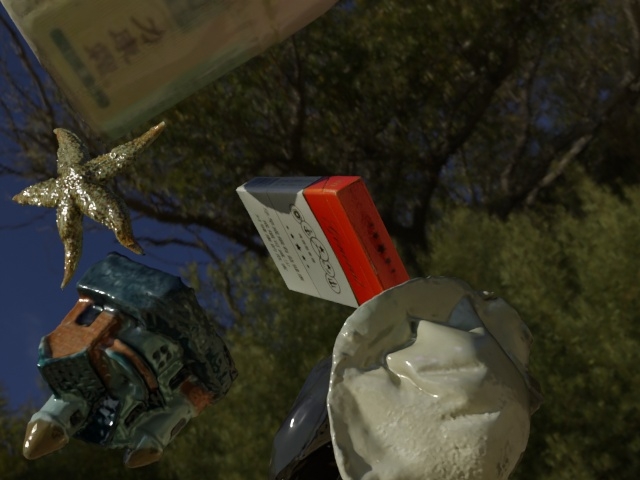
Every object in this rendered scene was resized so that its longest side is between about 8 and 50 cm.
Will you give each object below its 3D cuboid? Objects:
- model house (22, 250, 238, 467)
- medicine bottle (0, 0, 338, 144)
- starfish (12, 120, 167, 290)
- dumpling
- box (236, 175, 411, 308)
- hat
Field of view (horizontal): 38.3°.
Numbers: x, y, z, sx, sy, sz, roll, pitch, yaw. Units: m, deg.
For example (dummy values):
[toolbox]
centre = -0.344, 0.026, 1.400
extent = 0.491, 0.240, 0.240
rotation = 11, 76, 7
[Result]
[model house]
centre = -0.287, 0.206, 1.287
extent = 0.291, 0.184, 0.253
rotation = -49, -38, -32
[medicine bottle]
centre = -0.102, -0.296, 0.909
extent = 0.406, 0.235, 0.235
rotation = -32, -34, -2
[starfish]
centre = -0.445, -0.081, 1.675
extent = 0.358, 0.347, 0.078
rotation = -10, -23, 24
[dumpling]
centre = 0.071, 0.109, 0.631
extent = 0.111, 0.155, 0.181
rotation = -44, 6, 30
[box]
centre = 0.000, 0.000, 0.924
extent = 0.035, 0.245, 0.139
rotation = -33, -74, -21
[hat]
centre = 0.044, 0.268, 1.045
extent = 0.366, 0.257, 0.381
rotation = -28, -12, -30
